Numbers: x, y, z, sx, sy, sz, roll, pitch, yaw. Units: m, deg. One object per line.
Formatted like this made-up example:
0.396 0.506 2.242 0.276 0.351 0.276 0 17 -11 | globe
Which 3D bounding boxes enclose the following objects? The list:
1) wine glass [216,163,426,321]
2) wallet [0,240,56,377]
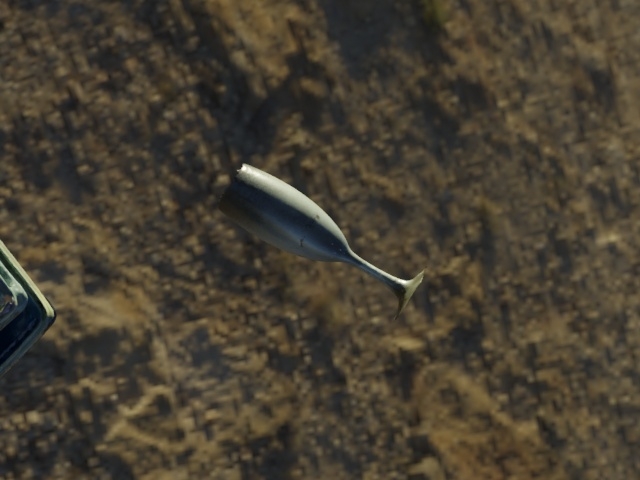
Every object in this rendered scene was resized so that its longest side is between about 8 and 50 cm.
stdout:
0.000 0.000 1.402 0.198 0.066 0.066 31 40 1 | wine glass
-0.246 0.008 0.800 0.202 0.141 0.059 48 -1 23 | wallet
